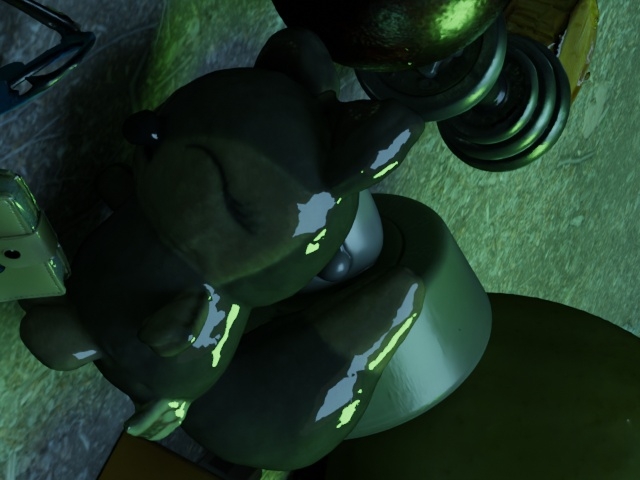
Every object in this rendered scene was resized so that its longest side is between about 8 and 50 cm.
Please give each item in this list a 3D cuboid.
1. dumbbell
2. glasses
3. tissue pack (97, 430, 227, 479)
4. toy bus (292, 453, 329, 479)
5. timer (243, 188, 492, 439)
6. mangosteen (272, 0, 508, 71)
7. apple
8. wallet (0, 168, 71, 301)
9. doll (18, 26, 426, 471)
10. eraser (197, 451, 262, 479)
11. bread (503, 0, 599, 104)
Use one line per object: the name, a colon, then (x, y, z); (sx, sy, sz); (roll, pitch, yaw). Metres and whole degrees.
dumbbell: (0.170, -0.192, 1.988); (0.179, 0.179, 0.406); (-65, 156, 0)
glasses: (-0.265, -0.149, 1.260); (0.239, 0.102, 0.206); (-44, 148, -37)
tissue pack: (-0.116, 0.348, 1.807); (0.194, 0.275, 0.145); (-62, 156, -5)
toy bus: (0.097, 0.329, 2.344); (0.194, 0.162, 0.323); (-66, 157, 6)
timer: (0.000, 0.000, 1.784); (0.291, 0.291, 0.315); (-47, 130, -34)
mangosteen: (0.056, -0.296, 1.592); (0.288, 0.288, 0.288); (-44, 148, -37)
apple: (0.228, 0.278, 1.959); (0.473, 0.474, 0.473); (-44, 148, -37)
wallet: (-0.271, -0.004, 1.392); (0.155, 0.110, 0.039); (73, 15, -57)
doll: (-0.054, 0.002, 1.571); (0.382, 0.252, 0.379); (-44, 144, 8)
eraser: (-0.119, 0.281, 1.986); (0.105, 0.065, 0.026); (-48, 152, -36)
bread: (0.289, -0.250, 2.260); (0.199, 0.104, 0.199); (-50, 152, -39)
